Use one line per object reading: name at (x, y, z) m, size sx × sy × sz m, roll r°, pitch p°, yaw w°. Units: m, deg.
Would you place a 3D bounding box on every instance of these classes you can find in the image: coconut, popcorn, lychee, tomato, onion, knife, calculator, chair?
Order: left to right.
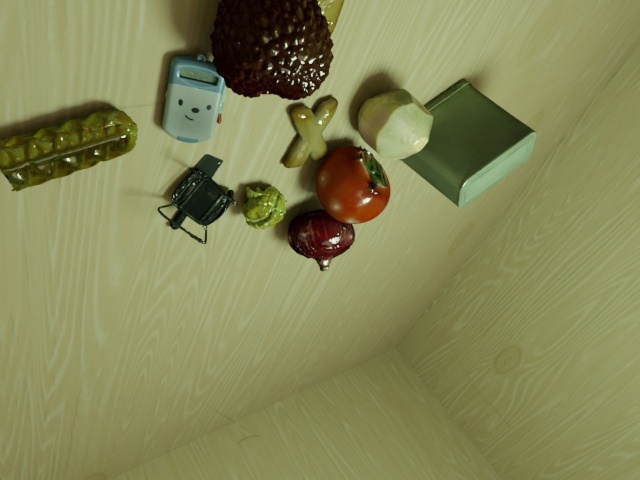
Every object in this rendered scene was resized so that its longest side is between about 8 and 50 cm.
knife at (-0.355, -0.130, 1.221) m, size 0.245 × 0.019 × 0.072 m, roll -53°, pitch 146°, yaw 15°
calculator at (-0.282, -0.313, 0.999) m, size 0.121 × 0.039 × 0.210 m, roll 5°, pitch 131°, yaw -27°
chair at (-0.311, -0.105, 1.192) m, size 0.140 × 0.145 × 0.221 m, roll -48°, pitch -165°, yaw 6°
popcorn at (-0.169, -0.096, 1.360) m, size 0.141 × 0.135 × 0.162 m, roll -49°, pitch 148°, yaw 1°
lychee at (-0.097, -0.422, 0.909) m, size 0.271 × 0.271 × 0.271 m, roll -29°, pitch 149°, yaw -19°
onion at (0.000, 0.000, 1.584) m, size 0.251 × 0.219 × 0.252 m, roll 0°, pitch 172°, yaw 0°
tomato at (0.105, -0.177, 1.455) m, size 0.224 × 0.256 × 0.255 m, roll -39°, pitch 154°, yaw 28°
coconut at (0.227, -0.351, 1.373) m, size 0.197 × 0.237 × 0.236 m, roll -46°, pitch 150°, yaw 14°

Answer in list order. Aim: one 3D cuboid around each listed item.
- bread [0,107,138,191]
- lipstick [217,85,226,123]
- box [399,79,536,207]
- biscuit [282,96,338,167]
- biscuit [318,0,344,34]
bread at (-0.500, -0.189, 0.901) m, size 0.269 × 0.098 × 0.087 m, roll -27°, pitch -170°, yaw -23°
lipstick at (-0.242, -0.329, 1.061) m, size 0.030 × 0.030 × 0.129 m, roll -23°, pitch 146°, yaw -28°
box at (0.491, -0.339, 1.571) m, size 0.351 × 0.344 × 0.177 m, roll -35°, pitch 148°, yaw -8°
biscuit at (-0.028, -0.309, 1.318) m, size 0.164 × 0.047 × 0.208 m, roll -22°, pitch 146°, yaw -27°
biscuit at (-0.033, -0.499, 1.057) m, size 0.154 × 0.045 × 0.299 m, roll -6°, pitch 137°, yaw -45°
